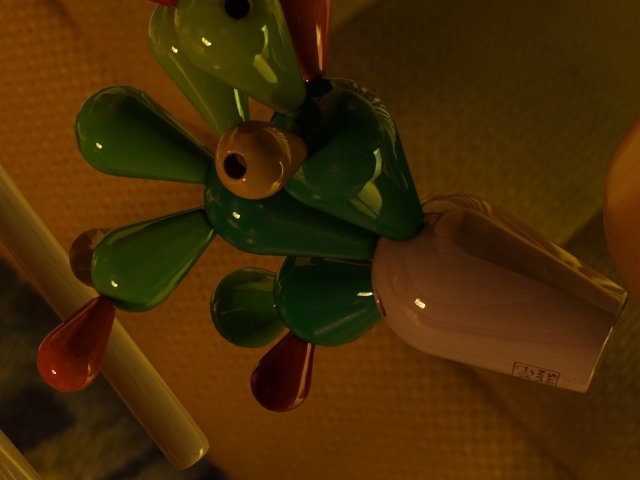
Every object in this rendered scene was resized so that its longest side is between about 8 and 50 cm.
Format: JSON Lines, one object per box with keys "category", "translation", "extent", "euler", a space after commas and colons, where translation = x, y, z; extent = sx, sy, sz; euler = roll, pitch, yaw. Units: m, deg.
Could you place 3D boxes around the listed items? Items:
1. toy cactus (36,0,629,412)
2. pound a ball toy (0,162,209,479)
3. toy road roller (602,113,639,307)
{"category": "toy cactus", "translation": [0.000, 0.000, 0.563], "extent": [0.180, 0.219, 0.112], "euler": [23, 56, 12]}
{"category": "pound a ball toy", "translation": [-0.109, 0.102, 0.638], "extent": [0.208, 0.136, 0.319], "euler": [-39, 89, -17]}
{"category": "toy road roller", "translation": [0.237, 0.043, 0.886], "extent": [0.241, 0.202, 0.329], "euler": [31, 59, 0]}
